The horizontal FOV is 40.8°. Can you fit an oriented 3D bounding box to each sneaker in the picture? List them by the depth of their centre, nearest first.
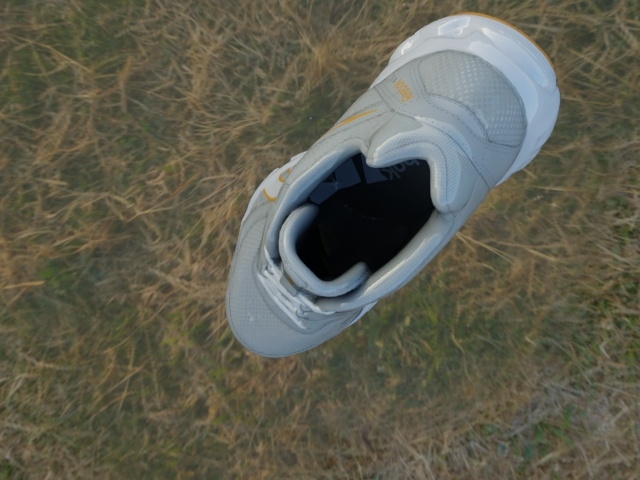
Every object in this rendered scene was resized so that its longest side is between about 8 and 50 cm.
[{"bbox_3d":[0.000,0.000,0.434,0.099,0.121,0.262,42,136,2],"label":"sneaker"}]
